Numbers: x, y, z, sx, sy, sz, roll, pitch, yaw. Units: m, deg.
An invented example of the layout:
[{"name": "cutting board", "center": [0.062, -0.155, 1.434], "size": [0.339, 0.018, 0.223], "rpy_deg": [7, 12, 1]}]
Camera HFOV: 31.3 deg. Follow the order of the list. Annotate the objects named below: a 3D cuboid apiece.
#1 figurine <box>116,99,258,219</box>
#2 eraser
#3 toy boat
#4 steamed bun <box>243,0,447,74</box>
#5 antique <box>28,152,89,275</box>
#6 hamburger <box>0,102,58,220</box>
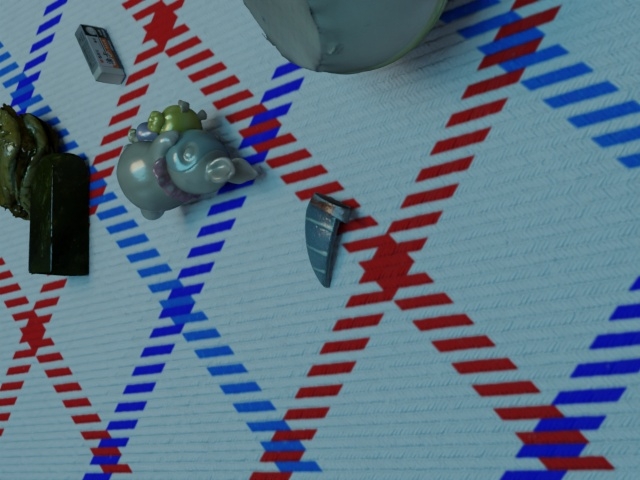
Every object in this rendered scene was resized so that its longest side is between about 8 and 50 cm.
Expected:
[{"name": "figurine", "center": [-0.200, -0.130, 1.745], "size": [0.236, 0.127, 0.155], "rpy_deg": [-15, 67, 40]}, {"name": "eraser", "center": [-0.386, -0.326, 1.997], "size": [0.029, 0.052, 0.122], "rpy_deg": [-50, 54, 34]}, {"name": "toy boat", "center": [0.000, 0.001, 1.581], "size": [0.096, 0.034, 0.122], "rpy_deg": [31, 112, 49]}, {"name": "steamed bun", "center": [0.051, -0.371, 1.396], "size": [0.309, 0.309, 0.309], "rpy_deg": [-3, 86, 47]}, {"name": "antique", "center": [-0.468, -0.047, 2.053], "size": [0.080, 0.081, 0.220], "rpy_deg": [-3, 85, 45]}, {"name": "hamburger", "center": [-0.565, -0.149, 2.148], "size": [0.183, 0.130, 0.206], "rpy_deg": [44, 138, 41]}]
